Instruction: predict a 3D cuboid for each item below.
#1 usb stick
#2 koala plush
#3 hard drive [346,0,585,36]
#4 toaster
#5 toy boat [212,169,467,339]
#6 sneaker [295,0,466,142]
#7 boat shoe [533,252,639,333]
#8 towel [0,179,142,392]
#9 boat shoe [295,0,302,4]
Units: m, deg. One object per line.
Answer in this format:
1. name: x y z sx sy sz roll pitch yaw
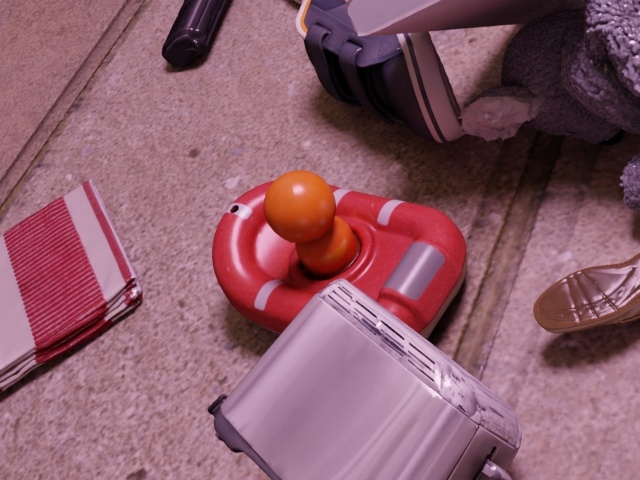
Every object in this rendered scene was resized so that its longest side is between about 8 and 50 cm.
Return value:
1. usb stick: -0.138 -0.331 1.410 0.077 0.045 0.278 -33 31 45
2. koala plush: 0.237 -0.147 0.911 0.196 0.203 0.221 -48 27 -25
3. hard drive: 0.191 -0.234 0.943 0.203 0.040 0.308 -19 -2 39
4. toaster: 0.031 0.129 0.776 0.146 0.129 0.227 -52 48 -1
5. toy boat: 0.000 0.000 0.926 0.231 0.151 0.151 14 59 40
6. sneaker: 0.054 -0.181 1.093 0.128 0.126 0.321 -22 34 7
7. boat shoe: 0.228 0.042 0.823 0.135 0.045 0.050 -21 50 8
8. towel: -0.353 0.082 1.160 0.329 0.037 0.237 -33 39 -3
9. boat shoe: -0.030 -0.405 1.382 0.112 0.095 0.335 -27 41 7
